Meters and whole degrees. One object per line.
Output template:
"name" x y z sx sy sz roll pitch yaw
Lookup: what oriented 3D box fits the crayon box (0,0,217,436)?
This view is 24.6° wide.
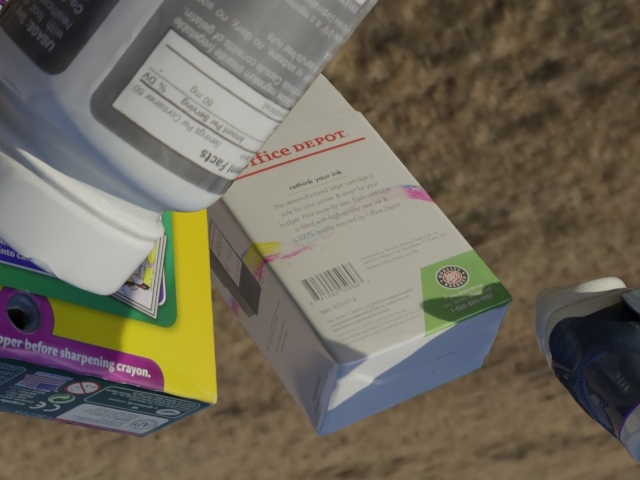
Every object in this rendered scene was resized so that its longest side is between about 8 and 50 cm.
"crayon box" -0.249 -0.043 1.077 0.106 0.313 0.363 -27 148 38

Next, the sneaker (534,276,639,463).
"sneaker" 0.348 0.119 1.429 0.322 0.236 0.130 12 121 -39

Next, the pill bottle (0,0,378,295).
"pill bottle" -0.039 -0.057 0.394 0.137 0.078 0.078 -50 159 7

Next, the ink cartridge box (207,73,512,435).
"ink cartridge box" 0.000 0.000 1.476 0.207 0.353 0.119 -19 146 -27
